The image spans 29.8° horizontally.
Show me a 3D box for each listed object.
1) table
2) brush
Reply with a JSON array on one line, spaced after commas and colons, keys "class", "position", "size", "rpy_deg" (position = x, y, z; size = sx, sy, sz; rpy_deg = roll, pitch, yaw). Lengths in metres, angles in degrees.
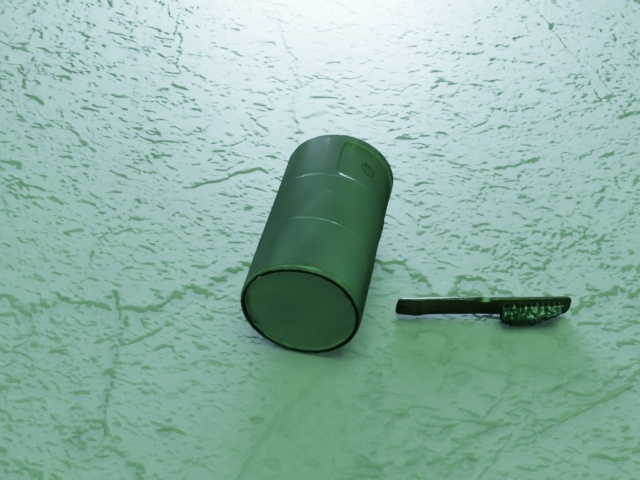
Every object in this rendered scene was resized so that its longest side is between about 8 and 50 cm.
[{"class": "table", "position": [0.000, 0.000, 1.288], "size": [0.126, 0.126, 0.220], "rpy_deg": [10, 44, 5]}, {"class": "brush", "position": [0.176, 0.078, 1.293], "size": [0.190, 0.034, 0.028], "rpy_deg": [1, 60, -6]}]
